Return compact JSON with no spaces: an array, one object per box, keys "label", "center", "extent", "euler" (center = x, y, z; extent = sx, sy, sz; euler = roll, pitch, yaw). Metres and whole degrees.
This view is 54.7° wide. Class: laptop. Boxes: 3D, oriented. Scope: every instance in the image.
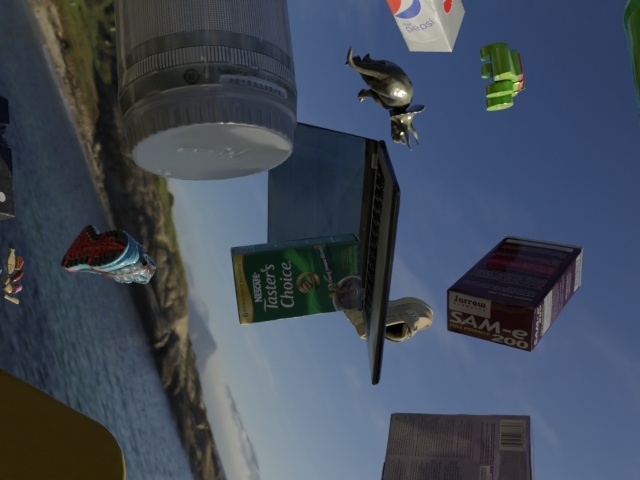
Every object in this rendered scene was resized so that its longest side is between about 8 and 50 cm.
[{"label":"laptop","center":[0.000,0.000,1.201],"extent":[0.408,0.236,0.382],"euler":[-91,-177,-64]}]

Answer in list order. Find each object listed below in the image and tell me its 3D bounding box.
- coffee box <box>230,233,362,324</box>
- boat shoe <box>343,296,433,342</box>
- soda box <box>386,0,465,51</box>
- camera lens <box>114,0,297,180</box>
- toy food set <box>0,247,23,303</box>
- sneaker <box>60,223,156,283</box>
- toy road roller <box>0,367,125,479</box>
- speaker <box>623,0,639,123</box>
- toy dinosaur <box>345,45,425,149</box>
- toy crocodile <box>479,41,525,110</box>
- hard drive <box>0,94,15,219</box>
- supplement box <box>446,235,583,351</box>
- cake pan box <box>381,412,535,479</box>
[{"label":"coffee box","center":[-0.033,0.056,0.894],"extent":[0.040,0.184,0.113],"euler":[-118,-156,-68]},{"label":"boat shoe","center":[0.176,0.197,1.469],"extent":[0.109,0.302,0.098],"euler":[-41,-124,27]},{"label":"soda box","center":[0.168,-0.455,1.080],"extent":[0.091,0.098,0.286],"euler":[12,-16,30]},{"label":"camera lens","center":[-0.144,-0.236,0.784],"extent":[0.219,0.219,0.274],"euler":[128,-44,-73]},{"label":"toy food set","center":[-0.742,0.087,1.489],"extent":[0.078,0.019,0.122],"euler":[71,16,-66]},{"label":"sneaker","center":[-0.425,0.046,1.246],"extent":[0.262,0.104,0.125],"euler":[7,-29,48]},{"label":"toy road roller","center":[-0.274,0.169,0.278],"extent":[0.329,0.202,0.240],"euler":[42,20,-33]},{"label":"speaker","center":[0.575,-0.294,1.008],"extent":[0.131,0.131,0.296],"euler":[104,-7,-63]},{"label":"toy dinosaur","center":[0.151,-0.350,1.378],"extent":[0.160,0.121,0.313],"euler":[33,-11,28]},{"label":"toy crocodile","center":[0.444,-0.395,1.489],"extent":[0.340,0.105,0.115],"euler":[4,78,-74]},{"label":"hard drive","center":[-0.631,-0.172,0.978],"extent":[0.339,0.064,0.237],"euler":[32,48,-75]},{"label":"supplement box","center":[0.302,0.071,0.944],"extent":[0.130,0.239,0.073],"euler":[11,-64,36]},{"label":"cake pan box","center":[0.223,0.406,1.016],"extent":[0.267,0.246,0.070],"euler":[-76,151,-41]}]
